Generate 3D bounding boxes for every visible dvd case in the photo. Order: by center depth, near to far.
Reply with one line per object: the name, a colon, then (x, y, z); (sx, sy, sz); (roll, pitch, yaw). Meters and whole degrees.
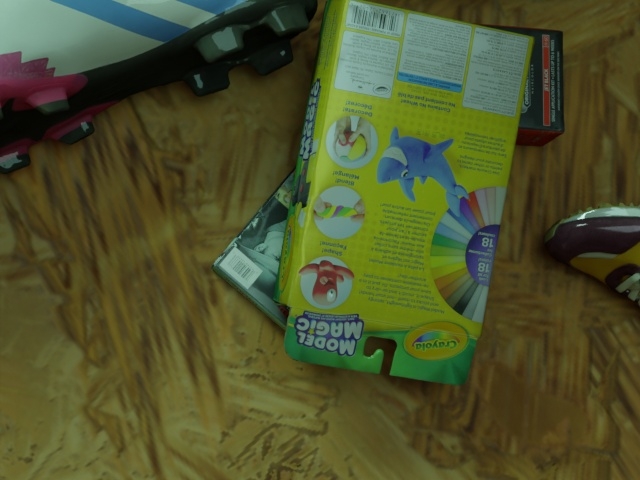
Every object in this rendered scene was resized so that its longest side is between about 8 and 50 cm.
dvd case: (0.000, 0.000, 1.182); (0.087, 0.013, 0.119); (40, 71, -3)

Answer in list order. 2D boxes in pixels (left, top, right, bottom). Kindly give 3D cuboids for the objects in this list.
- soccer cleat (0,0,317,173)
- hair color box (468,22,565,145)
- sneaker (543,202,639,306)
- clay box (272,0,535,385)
soccer cleat: (-0.163, -0.136, 1.126); (0.331, 0.116, 0.143); (-20, 76, -23)
hair color box: (0.086, -0.103, 1.209); (0.141, 0.043, 0.072); (2, 80, -13)
sneaker: (0.233, 0.031, 1.205); (0.185, 0.069, 0.084); (10, 71, -11)
clay box: (0.048, -0.029, 1.148); (0.127, 0.053, 0.222); (10, 92, -15)
